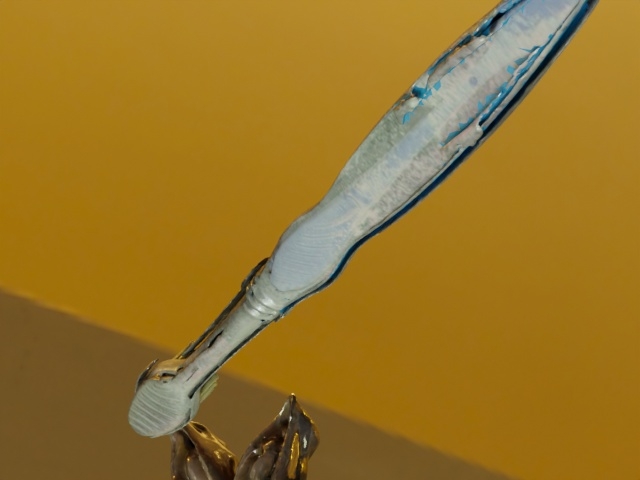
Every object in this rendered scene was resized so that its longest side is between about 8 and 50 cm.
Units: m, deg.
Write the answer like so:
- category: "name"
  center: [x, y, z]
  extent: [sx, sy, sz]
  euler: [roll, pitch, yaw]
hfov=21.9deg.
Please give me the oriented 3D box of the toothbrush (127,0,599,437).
- category: "toothbrush"
  center: [0.000, 0.000, 0.706]
  extent: [0.035, 0.413, 0.042]
  euler: [42, -128, -2]

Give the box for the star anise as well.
- category: "star anise"
  center: [-0.051, 0.186, 1.056]
  extent: [0.171, 0.208, 0.063]
  euler: [35, -159, 24]
